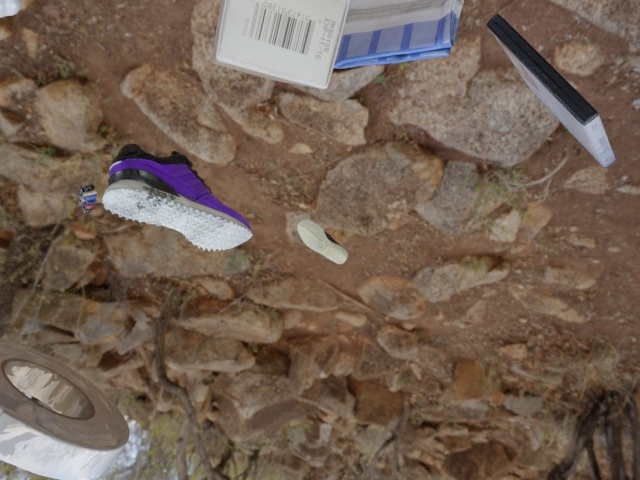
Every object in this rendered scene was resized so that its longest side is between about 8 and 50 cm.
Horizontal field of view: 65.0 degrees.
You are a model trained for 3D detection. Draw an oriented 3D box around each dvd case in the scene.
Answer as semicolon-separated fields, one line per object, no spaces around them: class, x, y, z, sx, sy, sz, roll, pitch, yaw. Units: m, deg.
dvd case;0.318;-0.191;0.677;0.253;0.022;0.180;7;-134;-55

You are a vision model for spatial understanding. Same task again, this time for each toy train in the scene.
toy train;-0.458;-0.079;0.986;0.027;0.036;0.158;-18;180;-28

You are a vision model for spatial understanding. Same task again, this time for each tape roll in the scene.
tape roll;-0.569;0.328;1.014;0.392;0.072;0.392;35;170;7

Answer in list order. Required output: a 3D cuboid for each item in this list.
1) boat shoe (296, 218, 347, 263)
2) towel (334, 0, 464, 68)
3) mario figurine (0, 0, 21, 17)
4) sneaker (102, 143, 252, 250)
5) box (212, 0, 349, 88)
boat shoe;-0.001;0.001;1.056;0.133;0.049;0.042;38;177;-21
towel;0.136;-0.414;0.815;0.209;0.285;0.034;4;163;30
mario figurine;-0.333;-0.297;0.388;0.170;0.320;0.198;39;-168;1
sneaker;-0.238;-0.086;0.904;0.102;0.146;0.293;-28;145;29
box;-0.075;-0.300;0.723;0.148;0.121;0.311;11;-164;-15
